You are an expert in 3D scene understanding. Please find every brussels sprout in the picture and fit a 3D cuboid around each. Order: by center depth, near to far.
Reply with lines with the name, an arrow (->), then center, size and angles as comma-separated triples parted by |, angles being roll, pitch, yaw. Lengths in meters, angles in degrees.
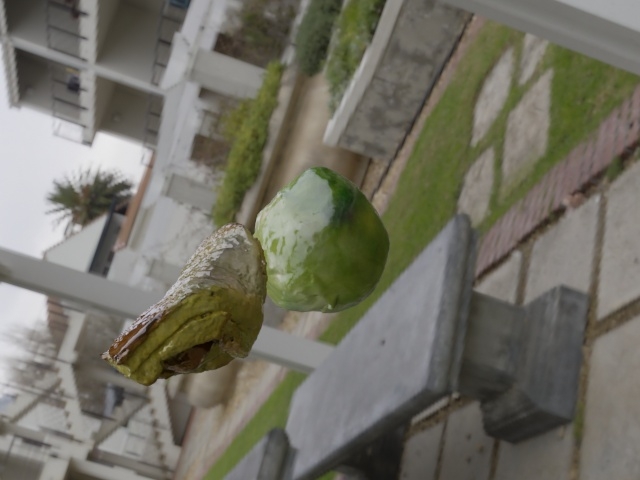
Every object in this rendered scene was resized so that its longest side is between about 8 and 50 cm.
brussels sprout -> 0.004, -0.001, 0.980 | 0.149, 0.151, 0.122 | -66, 6, -31

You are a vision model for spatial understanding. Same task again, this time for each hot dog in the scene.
hot dog -> -0.064, 0.044, 0.530 | 0.078, 0.061, 0.169 | -33, 12, 29
